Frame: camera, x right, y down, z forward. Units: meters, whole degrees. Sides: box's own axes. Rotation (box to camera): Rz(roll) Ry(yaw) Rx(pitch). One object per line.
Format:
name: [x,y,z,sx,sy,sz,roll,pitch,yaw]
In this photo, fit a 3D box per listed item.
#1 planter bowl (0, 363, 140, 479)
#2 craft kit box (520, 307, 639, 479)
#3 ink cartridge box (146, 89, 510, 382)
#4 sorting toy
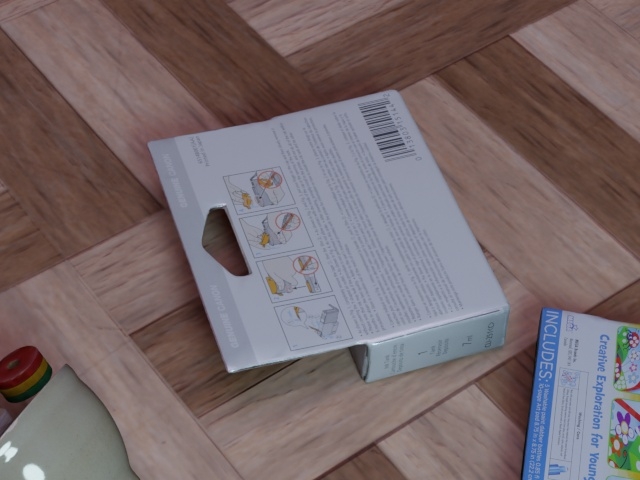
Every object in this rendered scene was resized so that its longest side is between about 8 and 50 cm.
planter bowl: [-0.212,0.193,1.186,0.109,0.162,0.162,40,55,-2]
craft kit box: [0.293,0.182,1.264,0.247,0.061,0.250,8,49,8]
ink cartridge box: [0.000,0.000,1.405,0.261,0.066,0.296,-13,50,-12]
sorting toy: [-0.342,0.178,1.211,0.132,0.046,0.274,-2,39,43]
